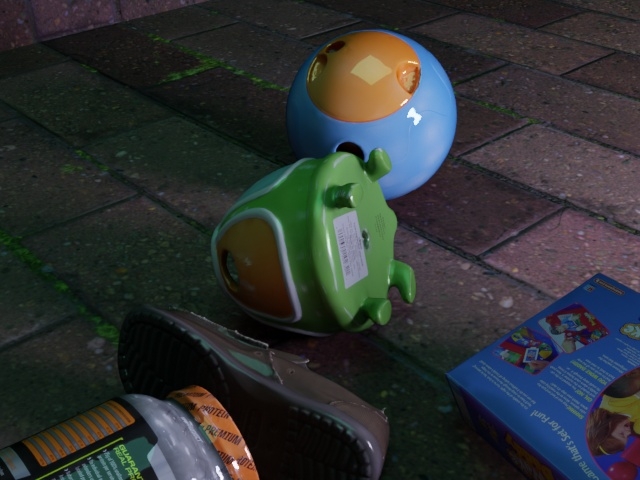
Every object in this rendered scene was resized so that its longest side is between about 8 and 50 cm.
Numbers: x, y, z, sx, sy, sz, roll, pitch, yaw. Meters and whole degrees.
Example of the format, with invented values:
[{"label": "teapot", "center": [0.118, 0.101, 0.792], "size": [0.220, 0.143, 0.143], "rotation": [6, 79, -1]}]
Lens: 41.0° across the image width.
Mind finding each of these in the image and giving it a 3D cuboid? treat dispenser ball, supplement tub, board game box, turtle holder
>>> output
[{"label": "treat dispenser ball", "center": [0.085, -0.209, 1.442], "size": [0.288, 0.288, 0.288], "rotation": [-1, 31, 1]}, {"label": "supplement tub", "center": [-0.221, 0.262, 0.765], "size": [0.315, 0.194, 0.193], "rotation": [-22, 36, -30]}, {"label": "board game box", "center": [0.320, 0.180, 0.873], "size": [0.233, 0.078, 0.347], "rotation": [-31, 29, -12]}, {"label": "turtle holder", "center": [-0.008, -0.011, 1.169], "size": [0.227, 0.243, 0.320], "rotation": [-8, 37, 22]}]

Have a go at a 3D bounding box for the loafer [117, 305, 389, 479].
[{"label": "loafer", "center": [-0.079, 0.182, 0.982], "size": [0.365, 0.134, 0.130], "rotation": [27, 17, 24]}]
